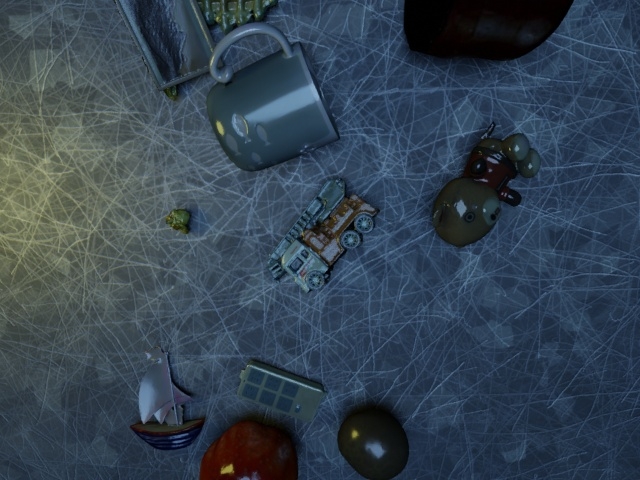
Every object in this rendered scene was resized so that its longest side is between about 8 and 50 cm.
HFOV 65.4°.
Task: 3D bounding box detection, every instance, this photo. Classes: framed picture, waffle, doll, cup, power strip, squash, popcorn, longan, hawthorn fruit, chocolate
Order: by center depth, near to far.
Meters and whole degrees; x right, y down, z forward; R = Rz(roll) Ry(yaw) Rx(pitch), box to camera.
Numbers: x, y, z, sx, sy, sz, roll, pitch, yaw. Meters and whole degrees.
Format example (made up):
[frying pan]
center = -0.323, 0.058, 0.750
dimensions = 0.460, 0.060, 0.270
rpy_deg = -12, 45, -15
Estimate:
[chocolate]
center = 0.408, -0.604, 1.158
dimensions = 0.332, 0.383, 0.383
rpy_deg = 1, 100, -9
[cup]
center = -0.142, -0.350, 1.226
dimensions = 0.275, 0.259, 0.356
rpy_deg = -23, 139, 10
[framed picture]
center = -0.390, -0.543, 1.284
dimensions = 0.192, 0.018, 0.265
rpy_deg = -27, 118, -9
[waffle]
center = -0.239, -0.713, 1.306
dimensions = 0.309, 0.056, 0.291
rpy_deg = 41, 99, -3
[doll]
center = 0.416, -0.138, 1.308
dimensions = 0.174, 0.235, 0.329
rpy_deg = 35, 93, 40
[squash]
center = -0.415, -0.492, 1.345
dimensions = 0.095, 0.094, 0.224
rpy_deg = -1, 106, 3
[hawthorn fruit]
center = -0.200, 0.681, 1.400
dimensions = 0.288, 0.330, 0.286
rpy_deg = -2, 108, -6
[popcorn]
center = -0.401, -0.053, 1.423
dimensions = 0.068, 0.059, 0.083
rpy_deg = -26, 105, 7
[longan]
center = 0.155, 0.584, 1.436
dimensions = 0.212, 0.198, 0.198
rpy_deg = 42, 99, 8
[power strip]
center = -0.117, 0.453, 1.498
dimensions = 0.271, 0.046, 0.117
rpy_deg = 20, 100, -1

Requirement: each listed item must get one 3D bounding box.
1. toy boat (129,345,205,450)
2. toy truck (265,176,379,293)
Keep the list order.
[toy boat]
center = -0.497, 0.500, 1.518
dimensions = 0.219, 0.072, 0.318
rpy_deg = -30, 93, 4
[toy truck]
center = 0.000, 0.000, 1.377
dimensions = 0.184, 0.133, 0.338
rpy_deg = 42, 96, 6
